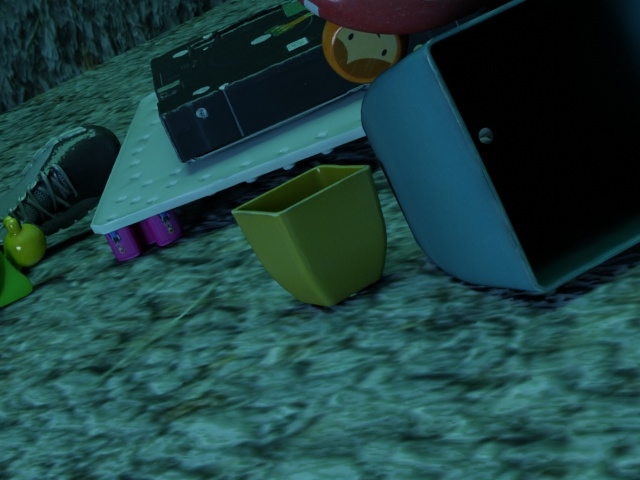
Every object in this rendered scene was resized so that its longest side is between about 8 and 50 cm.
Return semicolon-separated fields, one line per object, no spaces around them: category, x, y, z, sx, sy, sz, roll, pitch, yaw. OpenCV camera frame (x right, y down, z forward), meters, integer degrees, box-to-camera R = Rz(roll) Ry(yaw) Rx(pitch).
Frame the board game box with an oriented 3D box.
board game box;-0.020;-0.132;1.804;0.390;0.050;0.390;-20;21;10

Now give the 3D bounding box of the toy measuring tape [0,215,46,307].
toy measuring tape;-0.415;0.053;1.681;0.330;0.121;0.121;-26;14;-13

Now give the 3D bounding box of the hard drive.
hard drive;-0.001;-0.195;1.775;0.339;0.064;0.237;-25;21;0

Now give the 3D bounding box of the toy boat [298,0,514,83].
toy boat;0.049;-0.173;1.195;0.231;0.151;0.151;-21;-38;-60

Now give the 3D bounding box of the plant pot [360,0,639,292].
plant pot;0.127;-0.068;1.185;0.165;0.165;0.234;-27;5;-19

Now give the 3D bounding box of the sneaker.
sneaker;-0.292;-0.020;1.831;0.228;0.086;0.132;-39;20;5

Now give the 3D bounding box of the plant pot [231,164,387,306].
plant pot;0.000;0.000;1.271;0.081;0.083;0.081;-28;15;-23

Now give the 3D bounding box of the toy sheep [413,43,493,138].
toy sheep;0.121;-0.126;1.510;0.091;0.132;0.091;-19;52;27
